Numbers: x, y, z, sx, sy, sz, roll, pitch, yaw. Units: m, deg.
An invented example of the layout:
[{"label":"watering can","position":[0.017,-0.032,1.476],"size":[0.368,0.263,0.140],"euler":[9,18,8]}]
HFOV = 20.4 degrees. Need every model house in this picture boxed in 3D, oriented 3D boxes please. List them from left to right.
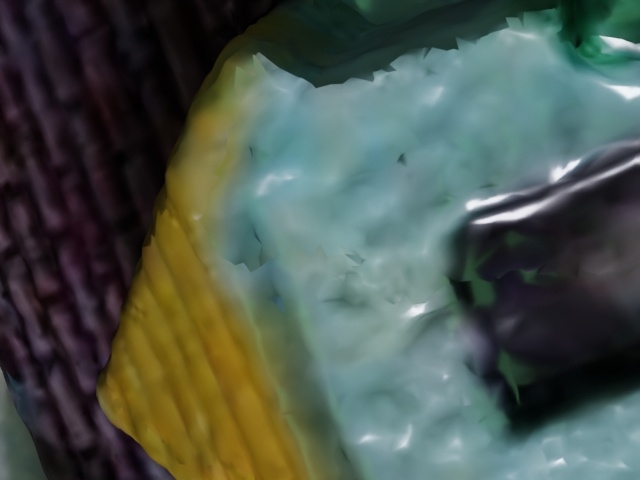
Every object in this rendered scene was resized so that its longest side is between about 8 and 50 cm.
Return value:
[{"label":"model house","position":[0.000,0.000,0.440],"size":[0.248,0.230,0.280],"euler":[-20,98,8]}]
